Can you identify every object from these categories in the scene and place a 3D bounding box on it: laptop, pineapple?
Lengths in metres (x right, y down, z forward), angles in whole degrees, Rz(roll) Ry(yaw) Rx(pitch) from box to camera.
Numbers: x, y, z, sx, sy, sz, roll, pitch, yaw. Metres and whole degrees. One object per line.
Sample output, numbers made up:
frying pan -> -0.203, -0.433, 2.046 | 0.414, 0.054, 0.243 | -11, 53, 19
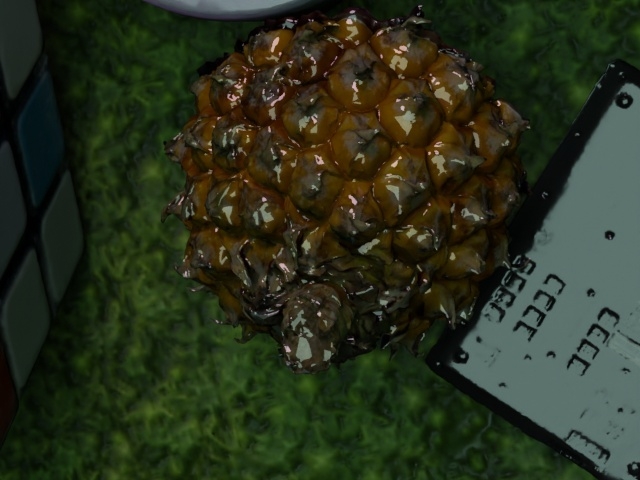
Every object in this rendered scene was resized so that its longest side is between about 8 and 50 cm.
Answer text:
laptop -> 0.148, 0.020, 0.900 | 0.129, 0.016, 0.180 | 32, 100, 6
pineapple -> 0.003, 0.002, 0.832 | 0.176, 0.137, 0.161 | -18, 131, 33

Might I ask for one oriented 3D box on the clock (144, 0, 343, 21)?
clock -> -0.036, -0.269, 0.866 | 0.338, 0.102, 0.338 | 1, 95, 12

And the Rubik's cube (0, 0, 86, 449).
Rubik's cube -> -0.271, -0.022, 0.818 | 0.259, 0.256, 0.253 | 3, 128, 12
